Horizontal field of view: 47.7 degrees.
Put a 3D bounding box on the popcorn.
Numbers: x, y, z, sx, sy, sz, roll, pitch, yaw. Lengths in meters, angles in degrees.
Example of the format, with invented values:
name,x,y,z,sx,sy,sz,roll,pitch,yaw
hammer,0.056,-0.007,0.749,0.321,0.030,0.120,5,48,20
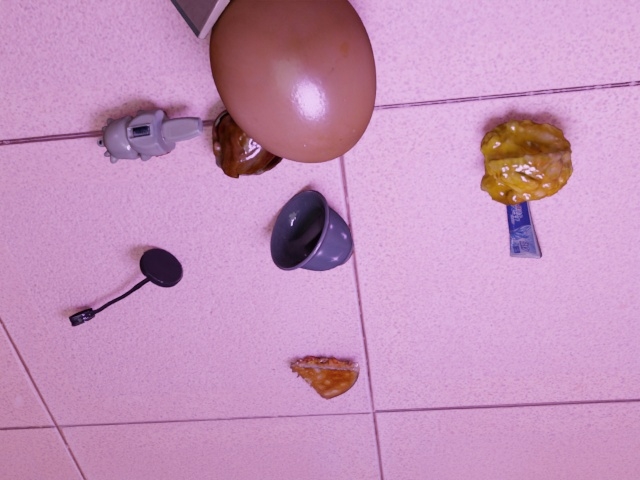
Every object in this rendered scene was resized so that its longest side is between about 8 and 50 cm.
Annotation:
name,x,y,z,sx,sy,sz,roll,pitch,yaw
popcorn,0.435,-0.164,1.535,0.198,0.197,0.155,-6,142,8

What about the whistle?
name,x,y,z,sx,sy,sz,roll,pitch,yaw
whistle,-0.374,-0.232,1.575,0.253,0.105,0.101,-8,117,16

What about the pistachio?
name,x,y,z,sx,sy,sz,roll,pitch,yaw
pistachio,-0.148,-0.220,1.556,0.165,0.130,0.210,38,112,-19

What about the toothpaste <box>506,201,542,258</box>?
name,x,y,z,sx,sy,sz,roll,pitch,yaw
toothpaste,0.465,-0.057,1.695,0.069,0.047,0.268,-20,128,2

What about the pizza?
name,x,y,z,sx,sy,sz,roll,pitch,yaw
pizza,0.010,0.365,2.030,0.193,0.053,0.201,29,135,-19

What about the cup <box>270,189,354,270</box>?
name,x,y,z,sx,sy,sz,roll,pitch,yaw
cup,0.000,0.000,1.697,0.150,0.199,0.199,26,126,-36

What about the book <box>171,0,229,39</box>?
name,x,y,z,sx,sy,sz,roll,pitch,yaw
book,-0.229,-0.526,1.276,0.025,0.282,0.215,-7,146,-51

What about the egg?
name,x,y,z,sx,sy,sz,roll,pitch,yaw
egg,-0.047,-0.318,1.366,0.301,0.301,0.373,-12,127,12

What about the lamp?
name,x,y,z,sx,sy,sz,roll,pitch,yaw
lamp,-0.522,0.116,1.876,0.371,0.130,0.108,-20,102,33
